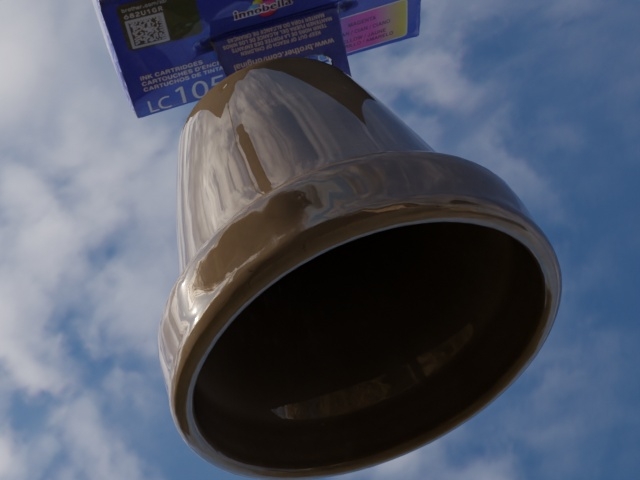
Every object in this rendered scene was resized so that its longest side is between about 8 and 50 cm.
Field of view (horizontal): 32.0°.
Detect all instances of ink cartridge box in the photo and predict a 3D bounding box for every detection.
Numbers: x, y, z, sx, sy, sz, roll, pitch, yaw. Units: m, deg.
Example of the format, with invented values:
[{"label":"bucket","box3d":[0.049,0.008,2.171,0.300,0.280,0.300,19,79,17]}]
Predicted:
[{"label":"ink cartridge box","box3d":[-0.079,-0.281,0.973,0.270,0.395,0.151,-17,-34,-6]}]

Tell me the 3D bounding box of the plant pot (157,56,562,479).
[{"label":"plant pot","box3d":[0.000,0.000,0.771,0.263,0.263,0.229,-49,-137,25]}]
